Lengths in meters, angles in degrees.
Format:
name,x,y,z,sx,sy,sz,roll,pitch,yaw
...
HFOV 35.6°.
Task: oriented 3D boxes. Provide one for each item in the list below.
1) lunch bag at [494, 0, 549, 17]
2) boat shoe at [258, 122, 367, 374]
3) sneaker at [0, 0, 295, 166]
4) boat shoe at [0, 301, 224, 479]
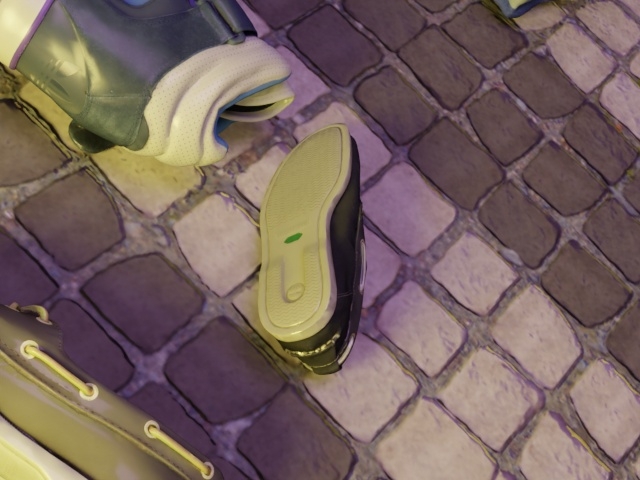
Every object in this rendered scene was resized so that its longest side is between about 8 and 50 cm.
name,x,y,z,sx,sy,sz,roll,pitch,yaw
lunch bag,0.235,-0.497,1.048,0.239,0.328,0.385,-24,72,-38
boat shoe,0.000,0.000,0.823,0.079,0.084,0.233,49,34,-40
sneaker,-0.118,-0.201,0.857,0.236,0.130,0.323,32,49,-15
boat shoe,-0.196,0.099,0.648,0.305,0.109,0.091,42,53,-4
